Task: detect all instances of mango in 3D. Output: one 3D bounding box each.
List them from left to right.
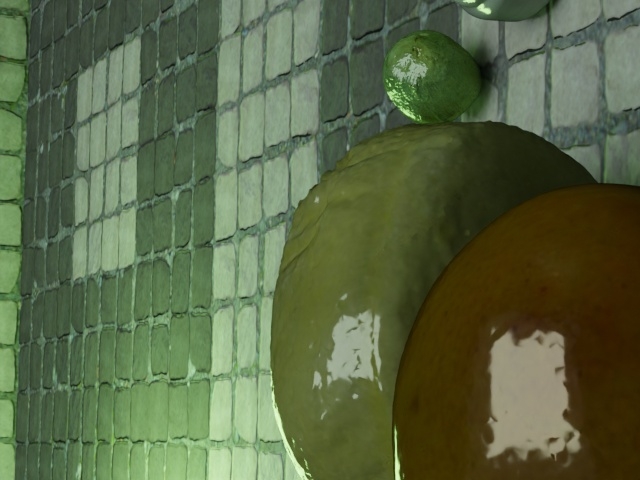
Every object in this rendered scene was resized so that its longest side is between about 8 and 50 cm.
[{"bbox_3d":[0.183,0.187,1.127,0.300,0.232,0.446,5,98,37],"label":"mango"}]

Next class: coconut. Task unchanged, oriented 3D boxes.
[{"bbox_3d":[0.101,-0.145,1.677,0.087,0.096,0.088,-17,57,28],"label":"coconut"}]

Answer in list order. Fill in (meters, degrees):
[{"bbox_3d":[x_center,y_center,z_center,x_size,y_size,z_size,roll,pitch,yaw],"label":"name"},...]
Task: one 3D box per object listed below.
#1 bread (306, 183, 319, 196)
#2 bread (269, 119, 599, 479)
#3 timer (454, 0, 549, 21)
[{"bbox_3d":[0.000,0.000,1.927,0.082,0.056,0.115,124,163,-83],"label":"bread"},{"bbox_3d":[0.096,0.075,1.377,0.237,0.320,0.321,-21,67,48],"label":"bread"},{"bbox_3d":[0.160,-0.328,1.554,0.262,0.087,0.237,122,144,-50],"label":"timer"}]
